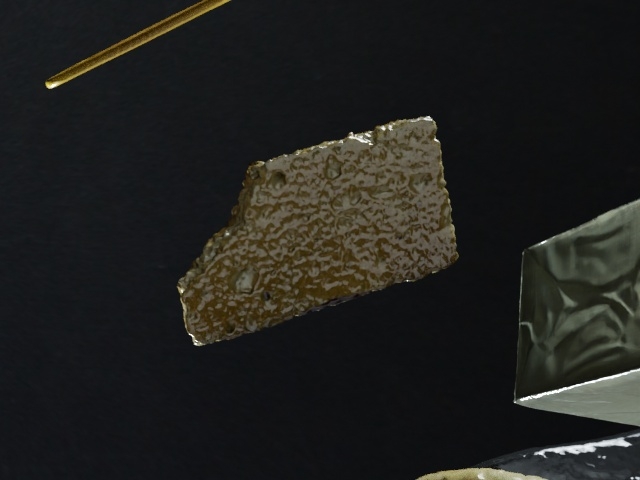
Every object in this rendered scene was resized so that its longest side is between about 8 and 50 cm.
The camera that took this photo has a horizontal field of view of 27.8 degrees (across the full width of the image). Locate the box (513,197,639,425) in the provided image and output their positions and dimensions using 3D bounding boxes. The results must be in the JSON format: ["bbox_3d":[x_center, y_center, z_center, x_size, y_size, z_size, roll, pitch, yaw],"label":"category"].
[{"bbox_3d":[0.287,0.060,1.077,0.149,0.231,0.155,13,-108,-21],"label":"box"}]

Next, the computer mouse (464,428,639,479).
[{"bbox_3d":[0.192,0.171,0.788,0.264,0.147,0.088,-17,-122,-5],"label":"computer mouse"}]

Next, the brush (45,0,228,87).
[{"bbox_3d":[-0.086,-0.170,0.948,0.272,0.103,0.013,-23,-77,15],"label":"brush"}]

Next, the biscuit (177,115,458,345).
[{"bbox_3d":[-0.007,-0.009,1.024,0.237,0.026,0.131,-17,-75,-16],"label":"biscuit"}]

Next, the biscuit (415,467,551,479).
[{"bbox_3d":[0.076,0.223,0.707,0.188,0.265,0.040,61,-155,7],"label":"biscuit"}]
